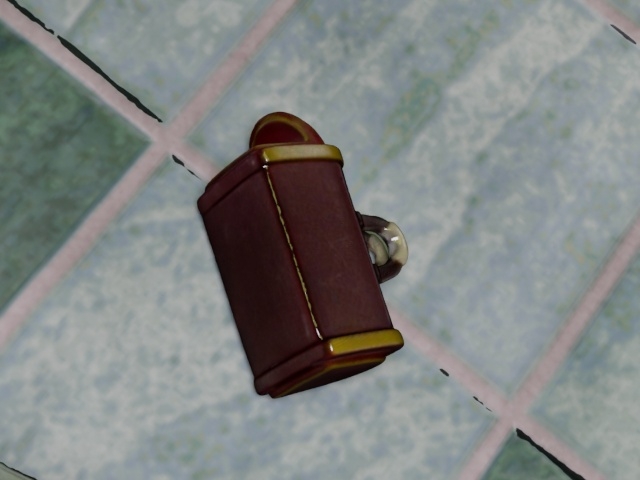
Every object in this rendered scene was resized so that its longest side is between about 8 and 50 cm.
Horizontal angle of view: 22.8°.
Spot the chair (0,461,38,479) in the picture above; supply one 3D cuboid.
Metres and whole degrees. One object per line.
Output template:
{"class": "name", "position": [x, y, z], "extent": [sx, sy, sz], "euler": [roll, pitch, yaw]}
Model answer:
{"class": "chair", "position": [-0.054, 0.234, 0.720], "extent": [0.275, 0.190, 0.203], "euler": [29, 67, -24]}

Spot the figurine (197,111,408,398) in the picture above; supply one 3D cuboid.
{"class": "figurine", "position": [-0.001, -0.001, 0.866], "extent": [0.098, 0.082, 0.154], "euler": [-9, 75, -30]}
